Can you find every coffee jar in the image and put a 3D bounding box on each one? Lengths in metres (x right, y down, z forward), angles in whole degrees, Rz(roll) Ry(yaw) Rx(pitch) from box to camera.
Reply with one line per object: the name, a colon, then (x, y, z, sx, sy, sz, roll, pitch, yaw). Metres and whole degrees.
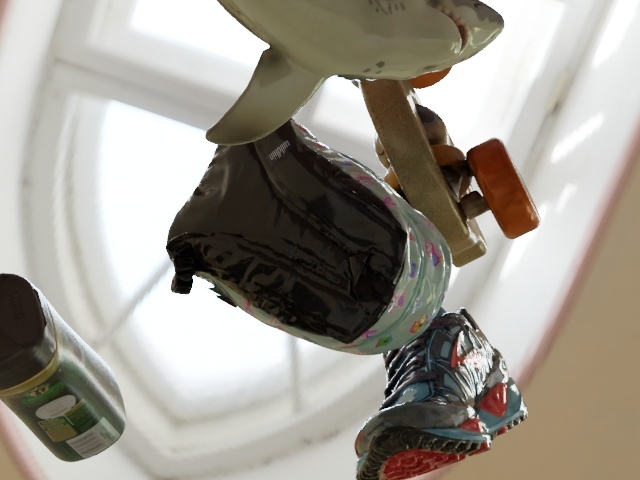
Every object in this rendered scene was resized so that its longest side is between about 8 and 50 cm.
coffee jar: (-0.235, 0.107, 1.356, 0.096, 0.079, 0.184, 66, -176, 37)

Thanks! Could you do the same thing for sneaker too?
sneaker: (0.073, 0.109, 1.236, 0.125, 0.104, 0.262, 68, -163, 4)

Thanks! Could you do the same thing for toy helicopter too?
toy helicopter: (0.083, -0.087, 1.425, 0.235, 0.140, 0.355, 63, -172, 3)

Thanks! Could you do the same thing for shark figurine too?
shark figurine: (-0.042, -0.168, 0.806, 0.278, 0.166, 0.116, 55, 178, -35)

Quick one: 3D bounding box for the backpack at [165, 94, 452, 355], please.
backpack: (0.000, 0.000, 1.109, 0.182, 0.152, 0.115, 32, -168, 30)
